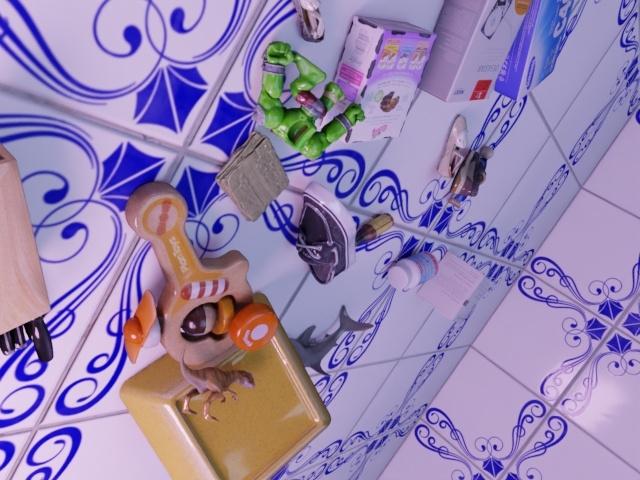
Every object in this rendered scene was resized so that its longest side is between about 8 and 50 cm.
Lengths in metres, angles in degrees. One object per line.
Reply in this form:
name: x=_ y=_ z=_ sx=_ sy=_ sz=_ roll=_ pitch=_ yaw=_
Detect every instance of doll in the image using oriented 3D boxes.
doll: x=0.429 y=-0.180 z=1.572 sx=0.189 sy=0.046 sz=0.129 roll=-57 pitch=171 yaw=4

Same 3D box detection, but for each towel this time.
towel: x=-0.107 y=-0.100 z=0.905 sx=0.110 sy=0.027 sz=0.148 roll=-48 pitch=150 yaw=-10

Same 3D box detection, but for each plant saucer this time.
plant saucer: x=-0.145 y=0.318 z=1.052 sx=0.333 sy=0.081 sz=0.332 roll=-34 pitch=103 yaw=-30

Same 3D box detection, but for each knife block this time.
knife block: x=-0.358 y=0.039 z=0.630 sx=0.275 sy=0.088 sz=0.242 roll=-53 pitch=152 yaw=1

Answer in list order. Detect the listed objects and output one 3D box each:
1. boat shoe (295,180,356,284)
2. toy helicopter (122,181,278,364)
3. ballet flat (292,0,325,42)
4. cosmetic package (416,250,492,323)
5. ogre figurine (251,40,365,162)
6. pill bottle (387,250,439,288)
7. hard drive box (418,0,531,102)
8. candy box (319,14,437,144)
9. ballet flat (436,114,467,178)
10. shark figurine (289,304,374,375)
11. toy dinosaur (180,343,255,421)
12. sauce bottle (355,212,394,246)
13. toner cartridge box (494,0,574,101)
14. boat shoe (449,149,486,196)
boat shoe: x=0.000 y=0.000 z=1.102 sx=0.102 sy=0.108 sz=0.301 roll=-46 pitch=158 yaw=-16
toy helicopter: x=-0.221 y=0.068 z=0.862 sx=0.235 sy=0.140 sz=0.355 roll=-30 pitch=135 yaw=-20
ballet flat: x=-0.013 y=-0.323 z=0.779 sx=0.041 sy=0.041 sz=0.114 roll=-44 pitch=150 yaw=-15
cosmetic package: x=0.451 y=0.161 z=1.882 sx=0.183 sy=0.151 sz=0.151 roll=-55 pitch=150 yaw=5
ogre figurine: x=-0.026 y=-0.198 z=0.840 sx=0.118 sy=0.097 sz=0.197 roll=-56 pitch=152 yaw=4
pill bottle: x=0.263 y=0.087 z=1.592 sx=0.160 sy=0.087 sz=0.087 roll=-17 pitch=136 yaw=-48
hard drive box: x=0.305 y=-0.402 z=1.106 sx=0.181 sy=0.089 sz=0.232 roll=-19 pitch=138 yaw=-45
candy box: x=0.100 y=-0.274 z=0.967 sx=0.165 sy=0.070 sz=0.196 roll=-18 pitch=135 yaw=-47
ballet flat: x=0.338 y=-0.229 z=1.385 sx=0.057 sy=0.052 sz=0.168 roll=-27 pitch=142 yaw=-39
shark figurine: x=0.006 y=0.286 z=1.417 sx=0.278 sy=0.116 sz=0.166 roll=-15 pitch=136 yaw=-46
toy dinosaur: x=-0.194 y=0.237 z=0.934 sx=0.211 sy=0.064 sz=0.112 roll=34 pitch=70 yaw=-56
sauce bottle: x=0.118 y=-0.024 z=1.305 sx=0.128 sy=0.042 sz=0.042 roll=-28 pitch=143 yaw=-34
toner cartridge box: x=0.505 y=-0.510 z=1.292 sx=0.165 sy=0.075 sz=0.347 roll=-39 pitch=149 yaw=-21
boat shoe: x=0.390 y=-0.167 z=1.446 sx=0.223 sy=0.073 sz=0.080 roll=-50 pitch=167 yaw=-55
